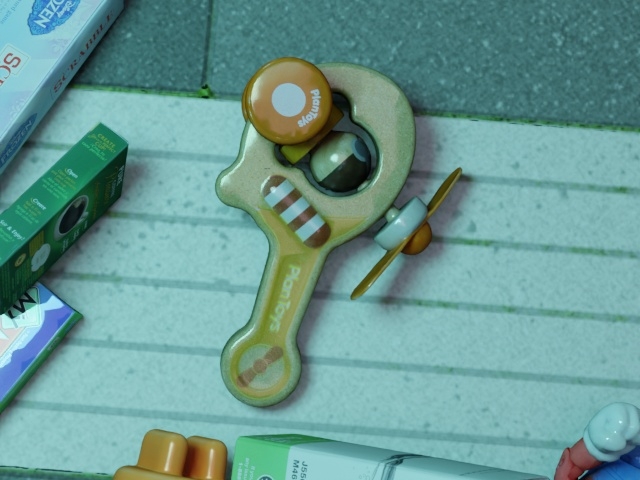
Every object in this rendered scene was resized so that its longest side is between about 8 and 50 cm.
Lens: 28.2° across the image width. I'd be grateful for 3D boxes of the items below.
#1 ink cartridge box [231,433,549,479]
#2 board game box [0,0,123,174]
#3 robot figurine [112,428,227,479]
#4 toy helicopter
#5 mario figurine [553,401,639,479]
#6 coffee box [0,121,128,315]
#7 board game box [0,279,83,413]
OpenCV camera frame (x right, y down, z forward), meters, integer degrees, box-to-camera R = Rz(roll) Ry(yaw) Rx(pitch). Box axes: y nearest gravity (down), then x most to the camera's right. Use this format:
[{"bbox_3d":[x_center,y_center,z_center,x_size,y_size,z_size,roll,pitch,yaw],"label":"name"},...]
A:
[{"bbox_3d":[0.053,0.290,1.138,0.273,0.115,0.198,4,85,32],"label":"ink cartridge box"},{"bbox_3d":[-0.417,-0.207,1.279,0.318,0.066,0.318,32,73,5],"label":"board game box"},{"bbox_3d":[-0.144,0.292,1.199,0.128,0.158,0.219,7,80,23],"label":"robot figurine"},{"bbox_3d":[0.000,0.000,1.266,0.235,0.140,0.355,18,92,-7],"label":"toy helicopter"},{"bbox_3d":[0.277,0.276,1.183,0.321,0.170,0.198,-32,70,-9],"label":"mario figurine"},{"bbox_3d":[-0.260,-0.021,1.226,0.040,0.113,0.184,37,63,8],"label":"coffee box"},{"bbox_3d":[-0.421,0.130,1.262,0.213,0.046,0.317,38,83,6],"label":"board game box"}]
